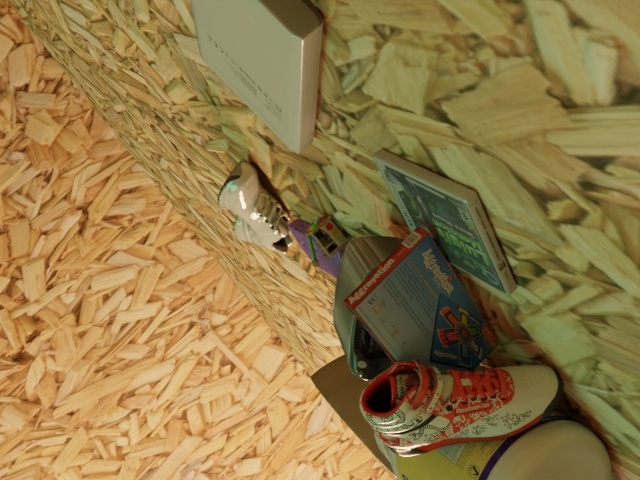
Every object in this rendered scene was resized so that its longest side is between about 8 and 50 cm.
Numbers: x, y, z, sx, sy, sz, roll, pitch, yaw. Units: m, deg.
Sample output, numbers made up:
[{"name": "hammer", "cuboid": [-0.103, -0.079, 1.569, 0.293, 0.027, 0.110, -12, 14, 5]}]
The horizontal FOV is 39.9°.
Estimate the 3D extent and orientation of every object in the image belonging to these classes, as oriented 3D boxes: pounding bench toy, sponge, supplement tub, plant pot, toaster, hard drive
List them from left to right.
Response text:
[{"name": "hard drive", "cuboid": [-0.093, -0.273, 1.197, 0.233, 0.047, 0.353, 47, 168, 10]}, {"name": "pounding bench toy", "cuboid": [0.000, 0.000, 1.595, 0.065, 0.083, 0.052, 49, 167, -6]}, {"name": "sponge", "cuboid": [0.017, 0.029, 1.740, 0.117, 0.031, 0.210, 56, 166, -29]}, {"name": "toaster", "cuboid": [0.093, 0.087, 1.317, 0.146, 0.129, 0.227, -123, 37, -61]}, {"name": "plant pot", "cuboid": [0.144, 0.308, 1.730, 0.284, 0.191, 0.284, 47, 177, 3]}, {"name": "supplement tub", "cuboid": [0.254, 0.334, 1.373, 0.241, 0.241, 0.331, 56, 165, -29]}]

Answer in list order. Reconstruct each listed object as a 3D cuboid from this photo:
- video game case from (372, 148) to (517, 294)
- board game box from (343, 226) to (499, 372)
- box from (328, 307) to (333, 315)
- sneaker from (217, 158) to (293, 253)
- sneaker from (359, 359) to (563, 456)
[{"name": "video game case", "cuboid": [0.159, -0.025, 1.139, 0.190, 0.022, 0.173, 33, 160, 50]}, {"name": "board game box", "cuboid": [0.150, 0.117, 1.241, 0.027, 0.145, 0.281, 38, 169, 48]}, {"name": "box", "cuboid": [0.096, 0.197, 1.941, 0.109, 0.042, 0.178, 56, 166, -25]}, {"name": "sneaker", "cuboid": [-0.122, -0.068, 1.823, 0.129, 0.111, 0.297, 27, 164, 19]}, {"name": "sneaker", "cuboid": [0.188, 0.213, 1.208, 0.145, 0.270, 0.090, 52, -156, -43]}]
